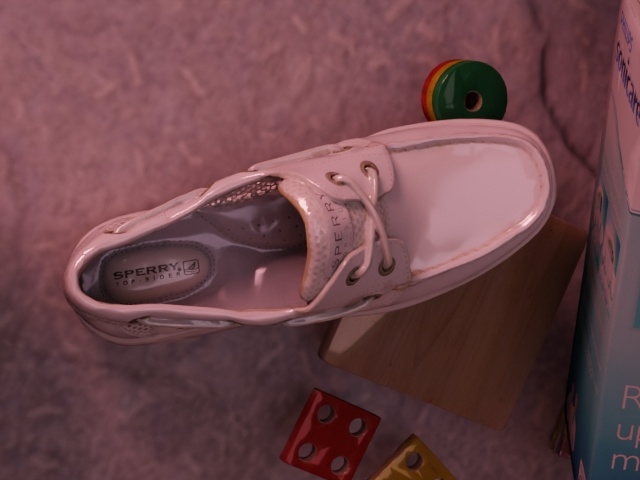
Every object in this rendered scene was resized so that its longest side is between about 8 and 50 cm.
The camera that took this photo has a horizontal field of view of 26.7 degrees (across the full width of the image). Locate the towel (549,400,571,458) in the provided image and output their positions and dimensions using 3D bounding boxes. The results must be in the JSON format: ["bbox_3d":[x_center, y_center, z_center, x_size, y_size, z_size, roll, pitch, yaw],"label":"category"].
[{"bbox_3d":[0.194,0.120,0.896,0.083,0.009,0.060,13,94,-24],"label":"towel"}]

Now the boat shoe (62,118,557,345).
[{"bbox_3d":[0.000,0.000,0.713,0.277,0.096,0.098,-17,89,-4],"label":"boat shoe"}]

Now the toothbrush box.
[{"bbox_3d":[0.262,0.019,0.750,0.216,0.126,0.296,4,118,2],"label":"toothbrush box"}]

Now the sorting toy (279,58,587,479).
[{"bbox_3d":[0.071,0.037,0.812,0.132,0.046,0.275,23,90,-24],"label":"sorting toy"}]
